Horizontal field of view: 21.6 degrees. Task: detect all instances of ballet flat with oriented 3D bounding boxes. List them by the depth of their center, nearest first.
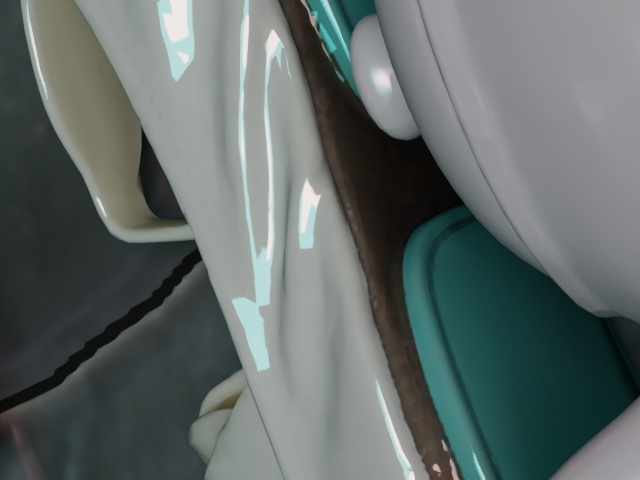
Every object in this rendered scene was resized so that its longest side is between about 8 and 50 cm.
[{"bbox_3d":[0.000,0.000,0.510,0.139,0.139,0.400,-24,85,13],"label":"ballet flat"}]

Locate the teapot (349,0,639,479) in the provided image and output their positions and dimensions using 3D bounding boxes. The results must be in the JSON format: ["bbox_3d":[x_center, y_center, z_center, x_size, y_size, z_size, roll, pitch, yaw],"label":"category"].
[{"bbox_3d":[0.094,-0.074,0.403,0.187,0.256,0.252,-18,102,24],"label":"teapot"}]
